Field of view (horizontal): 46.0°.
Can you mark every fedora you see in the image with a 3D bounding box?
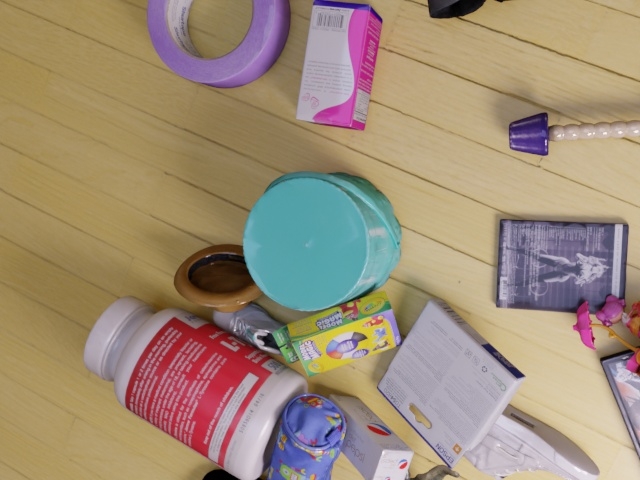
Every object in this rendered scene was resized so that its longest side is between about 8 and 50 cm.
[{"bbox_3d":[-0.193,0.089,1.509,0.195,0.194,0.079,15,132,17],"label":"fedora"}]

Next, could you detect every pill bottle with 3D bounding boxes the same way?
[{"bbox_3d":[-0.249,0.275,1.481,0.408,0.229,0.228,27,101,14],"label":"pill bottle"}]

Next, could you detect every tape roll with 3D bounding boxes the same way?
[{"bbox_3d":[-0.202,-0.445,1.496,0.275,0.090,0.274,1,94,19],"label":"tape roll"}]

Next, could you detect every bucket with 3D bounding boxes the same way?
[{"bbox_3d":[0.000,0.000,1.407,0.281,0.183,0.280,1,93,18],"label":"bucket"}]

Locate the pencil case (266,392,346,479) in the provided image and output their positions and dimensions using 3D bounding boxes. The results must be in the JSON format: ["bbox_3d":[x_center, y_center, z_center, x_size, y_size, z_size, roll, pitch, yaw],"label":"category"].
[{"bbox_3d":[-0.032,0.428,1.412,0.133,0.119,0.306,30,131,21],"label":"pencil case"}]

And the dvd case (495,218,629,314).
[{"bbox_3d":[0.432,0.047,1.356,0.222,0.018,0.164,3,94,18],"label":"dvd case"}]

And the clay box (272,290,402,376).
[{"bbox_3d":[0.033,0.181,1.406,0.222,0.127,0.053,-21,48,0],"label":"clay box"}]

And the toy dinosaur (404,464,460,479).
[{"bbox_3d":[0.168,0.455,1.415,0.118,0.064,0.268,41,137,19],"label":"toy dinosaur"}]

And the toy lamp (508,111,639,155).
[{"bbox_3d":[0.467,-0.187,1.300,0.275,0.080,0.080,1,93,18],"label":"toy lamp"}]

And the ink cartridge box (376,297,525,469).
[{"bbox_3d":[0.230,0.258,1.373,0.223,0.045,0.223,45,120,33],"label":"ink cartridge box"}]

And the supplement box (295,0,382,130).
[{"bbox_3d":[0.036,-0.324,1.413,0.111,0.114,0.219,12,96,16],"label":"supplement box"}]

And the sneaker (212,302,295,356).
[{"bbox_3d":[-0.131,0.179,1.507,0.212,0.094,0.080,18,100,17],"label":"sneaker"}]

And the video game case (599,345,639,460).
[{"bbox_3d":[0.653,0.295,1.290,0.248,0.035,0.274,-22,87,18],"label":"video game case"}]

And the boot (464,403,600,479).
[{"bbox_3d":[0.362,0.389,1.371,0.258,0.095,0.123,31,108,22],"label":"boot"}]

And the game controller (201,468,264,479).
[{"bbox_3d":[-0.198,0.633,1.524,0.167,0.067,0.318,6,73,16],"label":"game controller"}]

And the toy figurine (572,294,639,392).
[{"bbox_3d":[0.516,0.147,1.274,0.159,0.130,0.173,32,72,33],"label":"toy figurine"}]

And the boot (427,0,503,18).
[{"bbox_3d":[0.167,-0.608,1.349,0.367,0.146,0.444,-16,93,20],"label":"boot"}]

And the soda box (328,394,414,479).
[{"bbox_3d":[0.080,0.367,1.396,0.069,0.216,0.073,12,100,-28],"label":"soda box"}]
